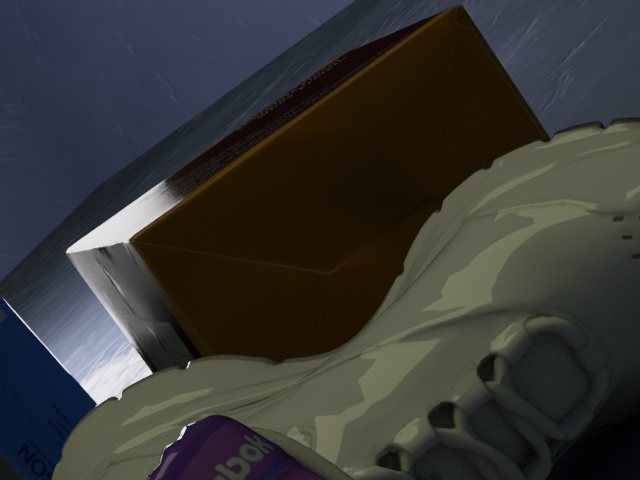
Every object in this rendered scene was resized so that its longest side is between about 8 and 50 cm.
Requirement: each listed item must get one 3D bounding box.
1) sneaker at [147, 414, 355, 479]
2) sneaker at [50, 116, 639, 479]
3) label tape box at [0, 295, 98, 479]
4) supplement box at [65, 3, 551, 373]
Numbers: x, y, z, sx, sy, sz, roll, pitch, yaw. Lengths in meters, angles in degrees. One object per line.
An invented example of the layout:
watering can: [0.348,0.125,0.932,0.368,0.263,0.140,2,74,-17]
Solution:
sneaker: [0.041,0.093,0.358,0.282,0.161,0.102,-30,13,44]
sneaker: [0.036,0.069,0.652,0.297,0.111,0.129,-34,22,14]
label tape box: [-0.328,0.149,1.241,0.348,0.249,0.115,-36,11,26]
supplement box: [0.000,0.000,0.957,0.191,0.129,0.194,-37,8,-15]
